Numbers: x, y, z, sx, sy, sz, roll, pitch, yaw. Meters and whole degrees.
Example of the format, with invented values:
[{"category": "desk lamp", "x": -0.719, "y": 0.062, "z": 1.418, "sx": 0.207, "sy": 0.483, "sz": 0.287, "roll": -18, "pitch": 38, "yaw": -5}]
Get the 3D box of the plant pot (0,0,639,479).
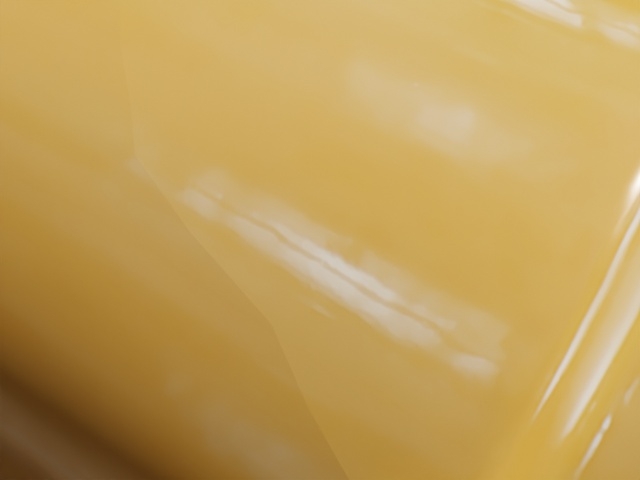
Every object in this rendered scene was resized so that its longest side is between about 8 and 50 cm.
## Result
[{"category": "plant pot", "x": 0.000, "y": 0.000, "z": 0.405, "sx": 0.188, "sy": 0.205, "sz": 0.205, "roll": 28, "pitch": 62, "yaw": -7}]
